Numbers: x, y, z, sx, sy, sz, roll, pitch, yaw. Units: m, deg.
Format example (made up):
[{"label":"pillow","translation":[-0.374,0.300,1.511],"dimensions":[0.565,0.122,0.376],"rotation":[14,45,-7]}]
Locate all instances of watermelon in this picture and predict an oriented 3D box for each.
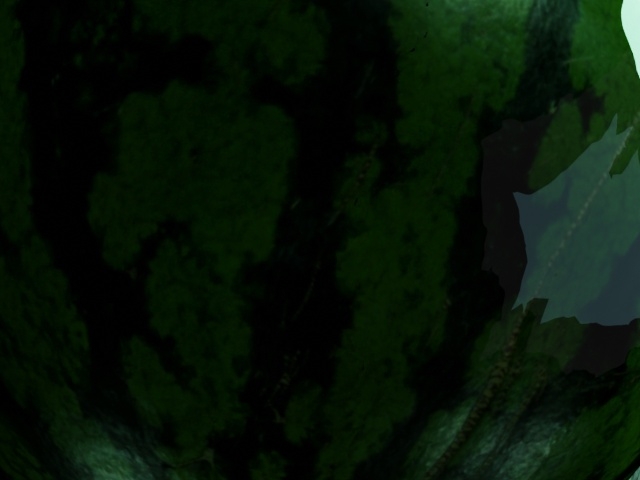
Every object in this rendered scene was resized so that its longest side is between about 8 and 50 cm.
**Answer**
[{"label":"watermelon","translation":[-0.002,-0.021,0.618],"dimensions":[0.285,0.285,0.285],"rotation":[11,90,-72]}]
